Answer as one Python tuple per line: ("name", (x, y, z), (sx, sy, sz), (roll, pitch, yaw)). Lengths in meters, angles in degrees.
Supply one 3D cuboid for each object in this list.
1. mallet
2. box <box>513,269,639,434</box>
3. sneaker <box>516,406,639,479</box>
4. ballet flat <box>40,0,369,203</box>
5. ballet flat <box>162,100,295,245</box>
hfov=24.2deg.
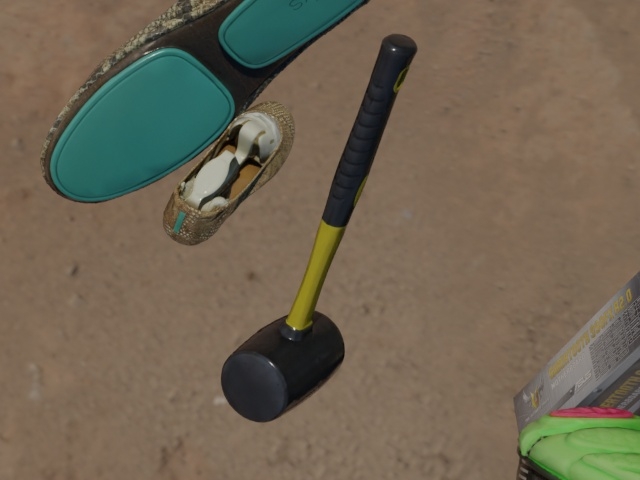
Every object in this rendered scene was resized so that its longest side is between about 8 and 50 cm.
("mallet", (0.000, 0.000, 0.651), (0.062, 0.039, 0.189), (-39, 153, -49))
("box", (0.282, 0.102, 1.153), (0.183, 0.231, 0.056), (9, 54, -19))
("sneaker", (0.305, 0.284, 0.938), (0.483, 0.185, 0.202), (38, 101, -5))
("ballet flat", (-0.126, -0.229, 1.738), (0.483, 0.182, 0.164), (-38, 122, 12))
("ballet flat", (-0.084, -0.079, 1.511), (0.073, 0.067, 0.206), (30, 59, 6))
